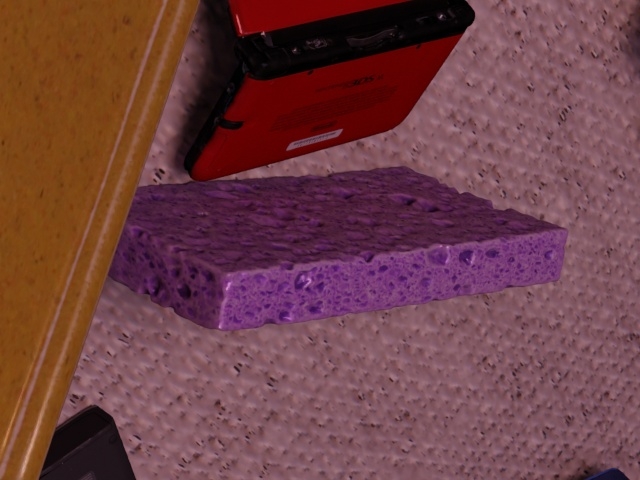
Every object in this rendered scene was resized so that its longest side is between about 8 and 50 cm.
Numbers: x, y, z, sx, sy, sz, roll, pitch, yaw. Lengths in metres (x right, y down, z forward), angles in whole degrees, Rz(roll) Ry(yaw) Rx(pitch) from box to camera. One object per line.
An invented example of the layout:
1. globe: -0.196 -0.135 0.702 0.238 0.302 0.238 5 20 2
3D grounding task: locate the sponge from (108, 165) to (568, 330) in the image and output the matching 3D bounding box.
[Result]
1. sponge: 0.000 0.000 0.912 0.210 0.117 0.031 -6 111 -41

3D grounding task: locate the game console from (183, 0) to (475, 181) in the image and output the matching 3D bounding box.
1. game console: -0.007 -0.107 0.921 0.144 0.085 0.124 -17 152 -41

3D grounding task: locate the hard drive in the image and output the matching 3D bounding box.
1. hard drive: -0.121 0.157 0.947 0.094 0.022 0.135 -34 130 -25

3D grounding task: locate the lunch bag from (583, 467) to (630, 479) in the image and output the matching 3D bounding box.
1. lunch bag: 0.159 0.180 1.182 0.098 0.065 0.067 -19 137 -28

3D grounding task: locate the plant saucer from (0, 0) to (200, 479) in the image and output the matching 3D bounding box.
1. plant saucer: -0.172 -0.047 0.687 0.333 0.081 0.332 35 66 -46
